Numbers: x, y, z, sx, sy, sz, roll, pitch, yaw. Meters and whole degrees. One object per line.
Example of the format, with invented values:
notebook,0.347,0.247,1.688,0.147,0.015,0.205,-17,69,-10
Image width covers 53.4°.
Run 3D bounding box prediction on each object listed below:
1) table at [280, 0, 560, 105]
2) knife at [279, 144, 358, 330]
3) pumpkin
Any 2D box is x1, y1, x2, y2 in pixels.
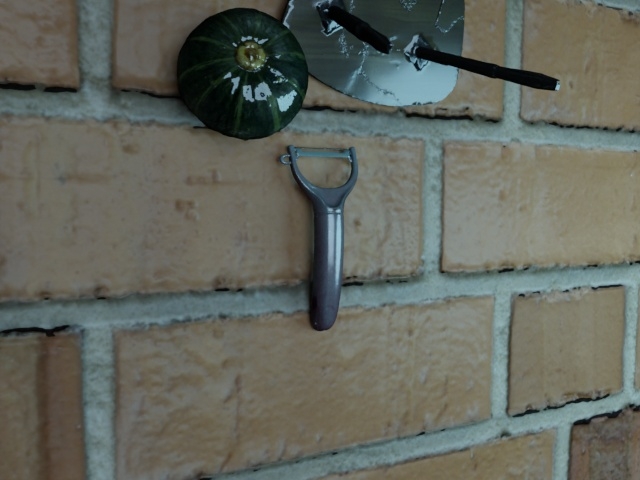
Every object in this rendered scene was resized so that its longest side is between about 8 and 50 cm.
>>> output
table,0.150,-0.321,0.825,0.318,0.249,0.317,-9,112,-24
knife,0.001,0.001,0.928,0.124,0.053,0.277,-2,95,-21
pumpkin,-0.099,-0.210,0.813,0.167,0.125,0.167,8,71,-25
